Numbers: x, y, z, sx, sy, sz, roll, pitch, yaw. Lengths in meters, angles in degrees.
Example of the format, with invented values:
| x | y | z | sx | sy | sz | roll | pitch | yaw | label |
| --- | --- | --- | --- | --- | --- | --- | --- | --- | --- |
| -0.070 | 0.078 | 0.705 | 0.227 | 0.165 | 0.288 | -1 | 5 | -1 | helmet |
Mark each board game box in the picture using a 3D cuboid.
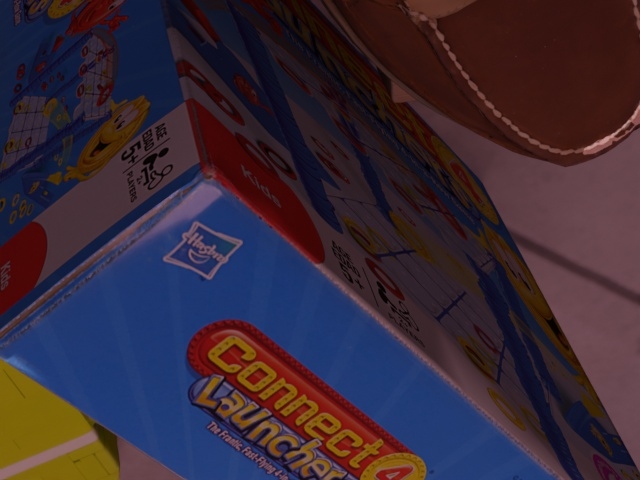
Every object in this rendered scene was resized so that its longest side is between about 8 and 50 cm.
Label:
| x | y | z | sx | sy | sz | roll | pitch | yaw | label |
| --- | --- | --- | --- | --- | --- | --- | --- | --- | --- |
| 0.000 | 0.000 | 0.558 | 0.086 | 0.302 | 0.308 | -38 | 127 | 15 | board game box |

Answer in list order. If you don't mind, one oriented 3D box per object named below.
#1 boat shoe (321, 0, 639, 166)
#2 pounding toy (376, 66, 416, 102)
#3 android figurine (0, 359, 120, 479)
| x | y | z | sx | sy | sz | roll | pitch | yaw | label |
| --- | --- | --- | --- | --- | --- | --- | --- | --- | --- |
| 0.041 | -0.133 | 0.456 | 0.123 | 0.116 | 0.324 | -37 | 128 | 4 | boat shoe |
| 0.070 | -0.137 | 0.598 | 0.130 | 0.100 | 0.141 | -9 | 128 | -7 | pounding toy |
| -0.217 | 0.106 | 0.744 | 0.248 | 0.056 | 0.273 | -21 | 127 | 2 | android figurine |
